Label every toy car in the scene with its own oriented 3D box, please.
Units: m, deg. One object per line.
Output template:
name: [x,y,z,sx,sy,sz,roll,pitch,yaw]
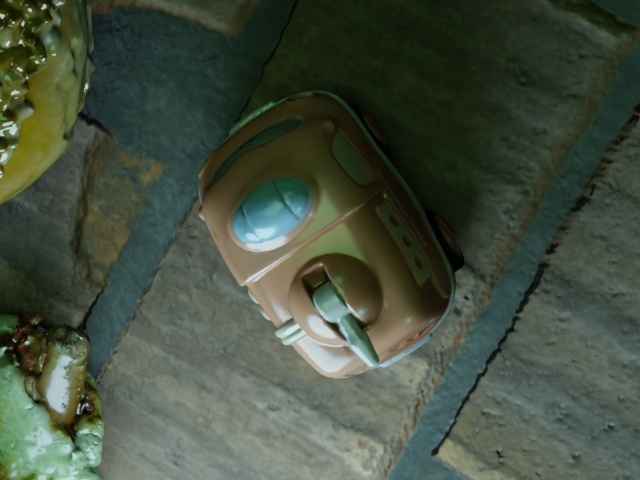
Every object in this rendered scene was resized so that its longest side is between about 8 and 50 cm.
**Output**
toy car: [0.000,0.000,1.429,0.180,0.212,0.270,-34,91,13]

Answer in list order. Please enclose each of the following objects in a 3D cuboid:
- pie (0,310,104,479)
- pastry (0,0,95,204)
pie: [-0.327,0.210,1.585,0.257,0.105,0.274,-7,94,26]
pastry: [-0.392,-0.210,1.454,0.410,0.245,0.409,1,97,8]
